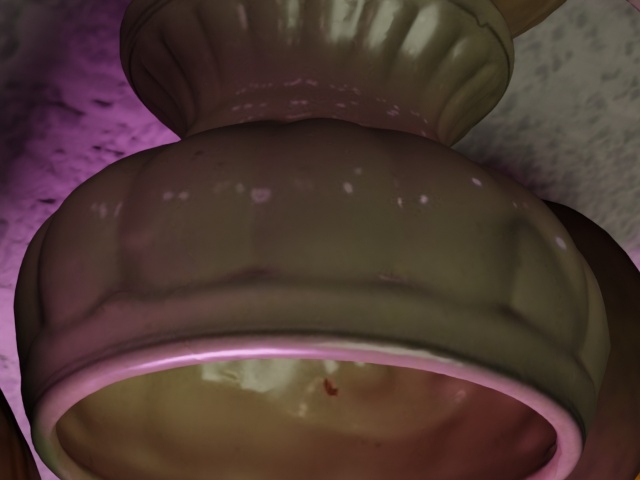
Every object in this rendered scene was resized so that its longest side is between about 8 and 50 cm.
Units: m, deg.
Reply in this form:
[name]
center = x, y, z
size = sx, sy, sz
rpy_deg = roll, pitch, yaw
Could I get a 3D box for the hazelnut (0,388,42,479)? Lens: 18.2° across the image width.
[hazelnut]
center = -0.295, 0.122, 1.002
size = 0.315, 0.372, 0.372
rpy_deg = -59, 139, -23

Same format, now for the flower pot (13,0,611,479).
[flower pot]
center = 0.000, 0.000, 1.027
size = 0.307, 0.244, 0.307
rpy_deg = 2, 155, 1

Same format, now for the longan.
[longan]
center = 0.098, 0.080, 1.249
size = 0.248, 0.248, 0.248
rpy_deg = -14, 132, -17

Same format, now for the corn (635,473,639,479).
[corn]
center = 0.149, 0.195, 1.424
size = 0.387, 0.144, 0.144
rpy_deg = -22, 134, -6

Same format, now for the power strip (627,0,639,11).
[power strip]
center = 0.259, -0.150, 1.204
size = 0.070, 0.105, 0.257
rpy_deg = -10, 150, 40

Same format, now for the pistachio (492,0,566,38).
[pistachio]
center = 0.075, -0.161, 1.113
size = 0.185, 0.108, 0.126
rpy_deg = -4, 94, -35
